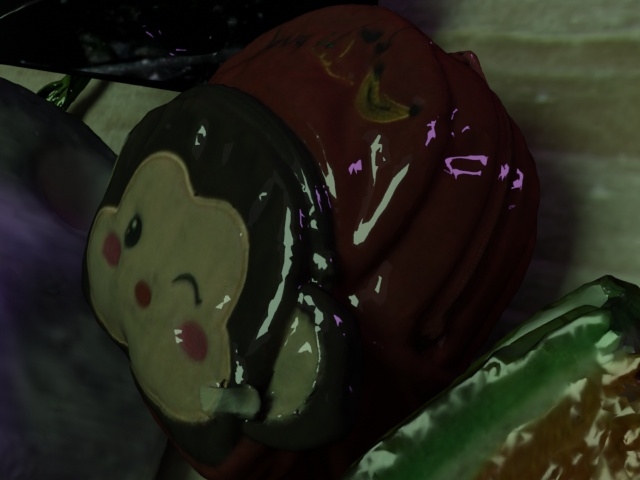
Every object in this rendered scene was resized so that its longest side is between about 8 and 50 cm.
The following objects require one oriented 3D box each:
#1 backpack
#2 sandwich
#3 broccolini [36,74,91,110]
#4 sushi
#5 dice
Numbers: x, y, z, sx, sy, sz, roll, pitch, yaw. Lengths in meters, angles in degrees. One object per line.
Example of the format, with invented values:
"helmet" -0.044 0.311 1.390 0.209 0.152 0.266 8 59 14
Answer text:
"backpack" -0.002 -0.001 0.548 0.229 0.139 0.229 -20 59 37
"sandwich" 0.088 0.113 0.426 0.185 0.109 0.160 -49 61 19
"broccolini" -0.182 -0.130 0.917 0.239 0.051 0.054 -46 33 22
"sushi" -0.083 -0.205 0.678 0.227 0.215 0.212 -109 28 -67
"dice" -0.261 0.065 0.722 0.270 0.271 0.270 -36 47 34
